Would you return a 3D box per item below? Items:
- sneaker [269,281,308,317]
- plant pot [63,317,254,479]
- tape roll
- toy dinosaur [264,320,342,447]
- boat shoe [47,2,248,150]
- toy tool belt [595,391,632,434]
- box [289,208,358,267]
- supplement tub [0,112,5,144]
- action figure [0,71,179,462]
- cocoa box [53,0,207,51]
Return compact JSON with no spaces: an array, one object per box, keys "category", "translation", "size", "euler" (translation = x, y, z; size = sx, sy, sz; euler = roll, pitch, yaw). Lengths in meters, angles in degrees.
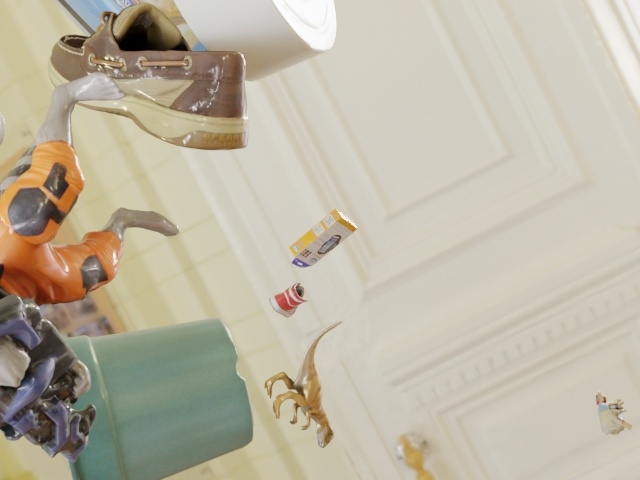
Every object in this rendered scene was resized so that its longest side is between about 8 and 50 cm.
[{"category":"sneaker","translation":[-0.051,0.115,1.826],"size":[0.067,0.042,0.118],"euler":[-29,-14,9]},{"category":"plant pot","translation":[-0.317,0.305,1.760],"size":[0.334,0.341,0.341],"euler":[-13,0,-16]},{"category":"tape roll","translation":[-0.087,-0.334,1.097],"size":[0.100,0.286,0.286],"euler":[-20,7,21]},{"category":"toy dinosaur","translation":[-0.023,0.214,1.423],"size":[0.112,0.211,0.064],"euler":[-12,25,-16]},{"category":"boat shoe","translation":[-0.190,-0.197,1.030],"size":[0.123,0.123,0.342],"euler":[-7,24,-38]},{"category":"toy tool belt","translation":[0.512,0.301,1.648],"size":[0.051,0.052,0.083],"euler":[-5,35,9]},{"category":"box","translation":[0.000,0.000,1.828],"size":[0.136,0.028,0.081],"euler":[-38,-28,11]},{"category":"supplement tub","translation":[-0.549,-0.173,1.451],"size":[0.071,0.071,0.107],"euler":[-24,-11,36]},{"category":"action figure","translation":[-0.266,0.060,0.813],"size":[0.330,0.179,0.341],"euler":[-53,-15,-28]},{"category":"cocoa box","translation":[-0.270,-0.411,1.381],"size":[0.231,0.347,0.228],"euler":[-46,12,-14]}]
